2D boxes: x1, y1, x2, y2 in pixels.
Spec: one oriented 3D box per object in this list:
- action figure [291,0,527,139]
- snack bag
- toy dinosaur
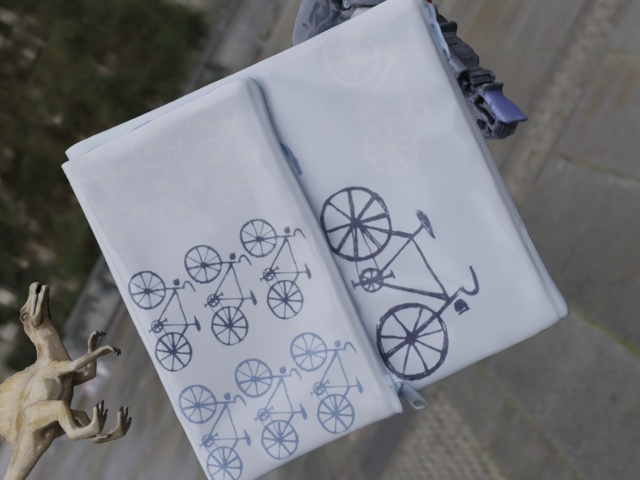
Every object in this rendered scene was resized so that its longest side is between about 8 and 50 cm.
[{"bbox_3d":[0.041,-0.168,1.665,0.341,0.178,0.330,46,124,43],"label":"action figure"},{"bbox_3d":[0.000,0.000,1.359,0.342,0.323,0.037,-24,-4,2],"label":"snack bag"},{"bbox_3d":[-0.177,0.116,1.073,0.053,0.092,0.183,63,-150,-53],"label":"toy dinosaur"}]
